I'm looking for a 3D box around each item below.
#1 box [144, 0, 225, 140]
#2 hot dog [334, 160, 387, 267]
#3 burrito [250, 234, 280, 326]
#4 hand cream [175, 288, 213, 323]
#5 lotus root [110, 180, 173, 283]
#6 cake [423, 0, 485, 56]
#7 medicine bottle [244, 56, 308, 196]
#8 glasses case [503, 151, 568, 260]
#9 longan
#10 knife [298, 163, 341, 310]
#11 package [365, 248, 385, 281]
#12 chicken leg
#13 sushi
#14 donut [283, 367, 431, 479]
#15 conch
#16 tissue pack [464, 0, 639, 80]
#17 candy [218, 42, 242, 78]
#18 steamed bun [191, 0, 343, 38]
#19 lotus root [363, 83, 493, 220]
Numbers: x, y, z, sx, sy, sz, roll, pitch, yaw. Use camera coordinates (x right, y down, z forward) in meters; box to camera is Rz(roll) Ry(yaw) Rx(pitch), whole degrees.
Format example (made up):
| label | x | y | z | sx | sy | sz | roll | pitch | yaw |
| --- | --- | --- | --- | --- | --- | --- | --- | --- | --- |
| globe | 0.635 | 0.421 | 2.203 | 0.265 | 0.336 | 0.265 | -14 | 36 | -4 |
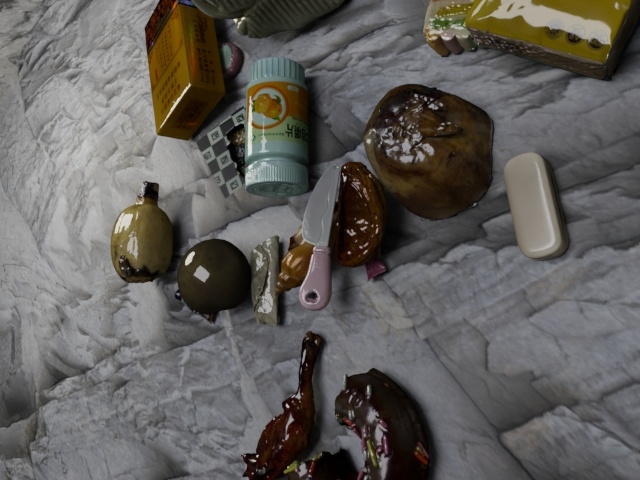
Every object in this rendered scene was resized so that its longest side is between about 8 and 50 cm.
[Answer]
| label | x | y | z | sx | sy | sz | roll | pitch | yaw |
| --- | --- | --- | --- | --- | --- | --- | --- | --- | --- |
| box | -0.411 | -0.545 | 1.855 | 0.264 | 0.116 | 0.415 | -38 | 56 | 46 |
| hot dog | 0.081 | -0.051 | 1.324 | 0.160 | 0.099 | 0.226 | -106 | 21 | -68 |
| burrito | -0.135 | 0.104 | 1.554 | 0.087 | 0.060 | 0.226 | -15 | 71 | 34 |
| hand cream | -0.345 | 0.177 | 1.750 | 0.163 | 0.039 | 0.062 | 22 | 95 | 36 |
| lotus root | -0.527 | -0.024 | 1.860 | 0.183 | 0.183 | 0.309 | -11 | 73 | 40 |
| cake | 0.309 | -0.444 | 1.245 | 0.225 | 0.090 | 0.109 | 4 | 81 | 41 |
| medicine bottle | -0.107 | -0.277 | 1.537 | 0.158 | 0.158 | 0.318 | -11 | 75 | 40 |
| glasses case | 0.387 | -0.062 | 1.126 | 0.083 | 0.050 | 0.196 | -18 | 71 | 36 |
| longan | -0.273 | 0.091 | 1.598 | 0.212 | 0.198 | 0.198 | -3 | 79 | 56 |
| knife | -0.003 | -0.011 | 1.386 | 0.081 | 0.043 | 0.335 | 2 | 74 | 14 |
| package | 0.116 | 0.044 | 1.362 | 0.059 | 0.029 | 0.083 | -34 | 50 | 38 |
| chicken leg | -0.067 | 0.406 | 1.422 | 0.158 | 0.096 | 0.407 | 31 | 101 | 60 |
| sushi | -0.216 | -0.238 | 1.698 | 0.192 | 0.050 | 0.215 | -35 | 63 | 13 |
| donut | 0.079 | 0.458 | 1.249 | 0.259 | 0.136 | 0.345 | 48 | 115 | 40 |
| conch | 0.003 | 0.003 | 1.443 | 0.330 | 0.093 | 0.109 | -47 | 34 | 1 |
| tissue pack | 0.413 | -0.412 | 1.087 | 0.271 | 0.134 | 0.192 | 27 | 99 | 30 |
| candy | -0.269 | -0.519 | 1.806 | 0.103 | 0.043 | 0.103 | -11 | 73 | 40 |
| steamed bun | -0.127 | -0.684 | 1.521 | 0.368 | 0.342 | 0.255 | -9 | 72 | 22 |
| lotus root | 0.203 | -0.187 | 1.239 | 0.272 | 0.192 | 0.272 | -12 | 69 | 34 |
